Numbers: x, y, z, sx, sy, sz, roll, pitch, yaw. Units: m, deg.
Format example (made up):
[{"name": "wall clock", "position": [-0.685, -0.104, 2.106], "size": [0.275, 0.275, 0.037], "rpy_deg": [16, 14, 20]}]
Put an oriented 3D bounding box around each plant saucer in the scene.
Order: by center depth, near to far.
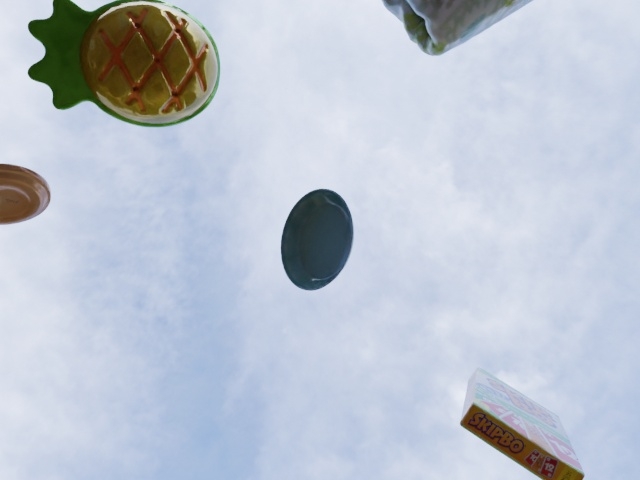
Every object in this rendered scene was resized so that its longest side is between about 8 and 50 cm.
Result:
[{"name": "plant saucer", "position": [-0.287, -0.038, 0.549], "size": [0.083, 0.083, 0.013], "rpy_deg": [-20, -118, 2]}, {"name": "plant saucer", "position": [0.000, 0.000, 0.708], "size": [0.021, 0.119, 0.119], "rpy_deg": [14, -74, -43]}]

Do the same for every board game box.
[{"name": "board game box", "position": [0.232, 0.212, 0.727], "size": [0.124, 0.259, 0.039], "rpy_deg": [32, -86, 14]}]

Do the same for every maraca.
[{"name": "maraca", "position": [-0.191, -0.179, 0.613], "size": [0.185, 0.099, 0.127], "rpy_deg": [0, -84, -24]}]

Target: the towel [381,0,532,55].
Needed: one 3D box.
[{"name": "towel", "position": [0.131, -0.406, 0.600], "size": [0.320, 0.090, 0.374], "rpy_deg": [-34, -93, -9]}]
